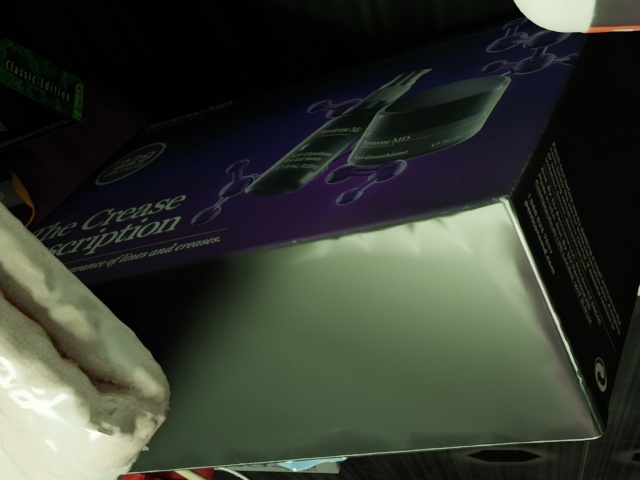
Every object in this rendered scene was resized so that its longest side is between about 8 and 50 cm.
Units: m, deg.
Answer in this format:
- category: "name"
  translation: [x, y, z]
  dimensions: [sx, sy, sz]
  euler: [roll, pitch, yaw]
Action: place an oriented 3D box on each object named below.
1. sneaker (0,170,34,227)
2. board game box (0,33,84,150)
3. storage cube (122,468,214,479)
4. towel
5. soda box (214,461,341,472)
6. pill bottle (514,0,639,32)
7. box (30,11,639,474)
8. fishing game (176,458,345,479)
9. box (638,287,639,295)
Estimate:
- category: "sneaker"
  translation: [-0.223, 0.010, 0.704]
  dimensions: [0.083, 0.084, 0.215]
  euler: [-26, 179, -18]
- category: "board game box"
  translation: [-0.261, -0.066, 0.576]
  dimensions: [0.260, 0.030, 0.136]
  euler: [-13, 156, 34]
- category: "storage cube"
  translation: [-0.208, 0.137, 0.866]
  dimensions: [0.215, 0.193, 0.183]
  euler: [-13, 154, 37]
- category: "towel"
  translation: [-0.226, 0.024, 0.475]
  dimensions: [0.317, 0.053, 0.332]
  euler: [44, 145, 2]
- category: "soda box"
  translation: [-0.122, 0.174, 1.090]
  dimensions: [0.286, 0.091, 0.098]
  euler: [1, 158, 4]
- category: "pill bottle"
  translation: [0.106, -0.113, 0.303]
  dimensions: [0.193, 0.108, 0.108]
  euler: [-1, 159, 9]
- category: "box"
  translation: [0.000, 0.000, 0.482]
  dimensions: [0.261, 0.184, 0.103]
  euler: [-12, 114, 31]
- category: "fishing game"
  translation: [-0.036, 0.079, 0.707]
  dimensions: [0.189, 0.041, 0.264]
  euler: [36, 121, -11]
- category: "box"
  translation: [0.195, -0.054, 0.505]
  dimensions: [0.063, 0.067, 0.324]
  euler: [6, 158, -9]
